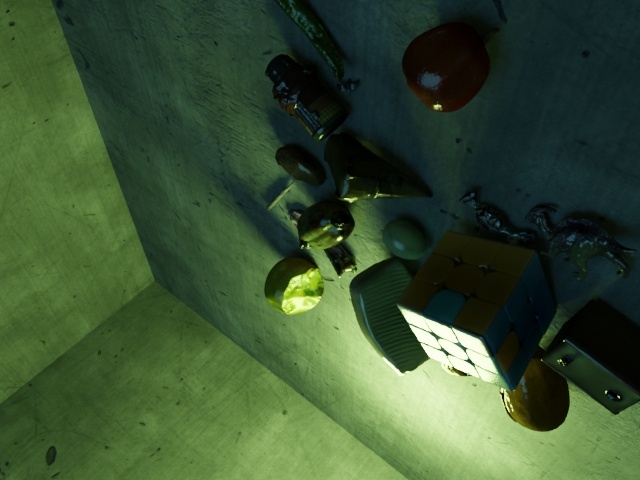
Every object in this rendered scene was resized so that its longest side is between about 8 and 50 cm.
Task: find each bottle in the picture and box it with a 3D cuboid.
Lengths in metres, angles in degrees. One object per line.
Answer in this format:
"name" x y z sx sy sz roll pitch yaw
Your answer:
"bottle" -0.047 -0.432 1.741 0.271 0.156 0.143 49 -177 -2

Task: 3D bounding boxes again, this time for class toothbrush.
"toothbrush" -0.148 -0.189 2.270 0.029 0.024 0.354 53 150 0

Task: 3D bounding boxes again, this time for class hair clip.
"hair clip" 0.000 -0.001 2.274 0.358 0.095 0.110 47 -174 17

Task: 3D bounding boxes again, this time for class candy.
"candy" 0.476 -0.057 1.601 0.226 0.051 0.094 38 139 13

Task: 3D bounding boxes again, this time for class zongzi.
"zongzi" 0.169 -0.219 1.783 0.260 0.289 0.123 -106 22 -46

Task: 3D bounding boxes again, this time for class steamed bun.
"steamed bun" 0.246 0.254 2.051 0.383 0.247 0.236 60 172 -7

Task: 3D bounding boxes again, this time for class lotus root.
"lotus root" 0.026 -0.053 2.082 0.173 0.173 0.309 52 150 -8

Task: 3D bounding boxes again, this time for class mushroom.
"mushroom" -0.074 -0.266 2.036 0.210 0.072 0.094 40 141 13

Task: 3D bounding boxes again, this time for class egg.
"egg" 0.267 -0.002 1.866 0.152 0.114 0.114 35 148 13

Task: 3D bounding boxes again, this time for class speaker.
"speaker" 0.739 0.304 1.543 0.231 0.192 0.153 38 148 15

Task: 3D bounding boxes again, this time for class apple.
"apple" -0.116 0.200 2.491 0.246 0.226 0.246 33 150 22

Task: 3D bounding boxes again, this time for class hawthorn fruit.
"hawthorn fruit" 0.298 -0.397 1.315 0.225 0.196 0.196 -36 97 30

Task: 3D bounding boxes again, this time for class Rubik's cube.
"Rubik's cube" 0.440 0.188 1.643 0.291 0.291 0.290 17 152 44

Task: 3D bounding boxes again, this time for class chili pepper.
"chili pepper" -0.040 -0.587 1.606 0.359 0.076 0.085 51 177 1

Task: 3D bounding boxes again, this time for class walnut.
"walnut" 0.650 0.435 1.807 0.209 0.209 0.336 12 132 46

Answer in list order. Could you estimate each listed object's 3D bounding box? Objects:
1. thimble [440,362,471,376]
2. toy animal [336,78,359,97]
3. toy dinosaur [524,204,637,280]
"thimble" 0.471 0.311 1.884 0.237 0.237 0.150 6 127 49
"toy animal" 0.081 -0.432 1.680 0.084 0.028 0.050 6 130 46
"toy dinosaur" 0.629 0.010 1.448 0.294 0.077 0.162 18 138 41
